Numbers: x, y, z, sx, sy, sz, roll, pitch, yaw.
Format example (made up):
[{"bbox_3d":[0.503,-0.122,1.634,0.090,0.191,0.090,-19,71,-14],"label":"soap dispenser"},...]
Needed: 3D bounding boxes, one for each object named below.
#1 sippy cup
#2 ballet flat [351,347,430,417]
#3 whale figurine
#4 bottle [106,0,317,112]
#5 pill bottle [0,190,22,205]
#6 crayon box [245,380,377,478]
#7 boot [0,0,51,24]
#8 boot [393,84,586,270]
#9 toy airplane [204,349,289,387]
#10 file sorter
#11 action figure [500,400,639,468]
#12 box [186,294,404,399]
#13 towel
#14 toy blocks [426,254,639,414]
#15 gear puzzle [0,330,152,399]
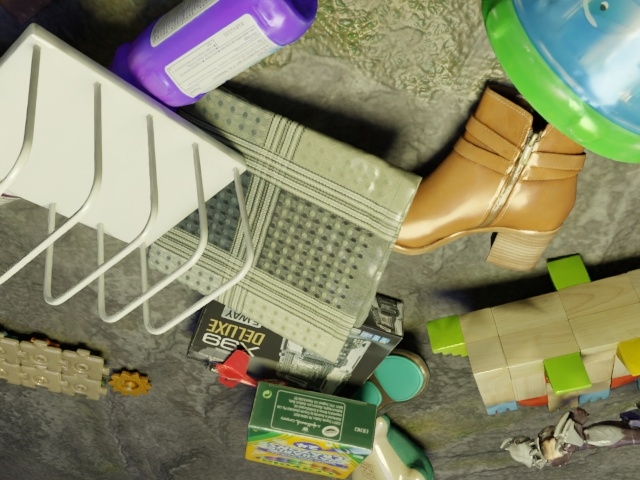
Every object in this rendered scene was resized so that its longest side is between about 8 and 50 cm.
[{"bbox_3d":[0.288,-0.215,0.497,0.306,0.240,0.224,26,146,-14],"label":"sippy cup"},{"bbox_3d":[0.127,0.246,1.127,0.095,0.096,0.280,56,142,12],"label":"ballet flat"},{"bbox_3d":[0.143,0.438,1.303,0.216,0.141,0.271,6,121,49],"label":"whale figurine"},{"bbox_3d":[-0.139,-0.206,0.686,0.283,0.118,0.092,-23,121,27],"label":"bottle"},{"bbox_3d":[-0.423,-0.123,0.779,0.302,0.169,0.169,-14,131,21],"label":"pill bottle"},{"bbox_3d":[-0.029,0.358,1.151,0.203,0.083,0.323,12,151,-1],"label":"crayon box"},{"bbox_3d":[-0.388,-0.303,0.646,0.249,0.090,0.207,-23,126,24],"label":"boot"},{"bbox_3d":[0.173,-0.083,0.779,0.284,0.109,0.220,16,129,9],"label":"boot"},{"bbox_3d":[-0.129,0.238,1.091,0.151,0.028,0.151,7,143,5],"label":"toy airplane"},{"bbox_3d":[-0.230,-0.035,0.660,0.193,0.173,0.278,-34,141,24],"label":"file sorter"},{"bbox_3d":[0.428,0.306,0.999,0.285,0.099,0.185,-13,167,11],"label":"action figure"},{"bbox_3d":[-0.050,0.152,1.065,0.308,0.076,0.242,19,136,-11],"label":"box"},{"bbox_3d":[-0.062,-0.020,0.828,0.324,0.056,0.312,27,122,9],"label":"towel"},{"bbox_3d":[0.381,0.176,0.972,0.382,0.190,0.261,-16,144,11],"label":"toy blocks"},{"bbox_3d":[-0.504,0.249,1.266,0.339,0.044,0.175,14,134,-9],"label":"gear puzzle"}]
